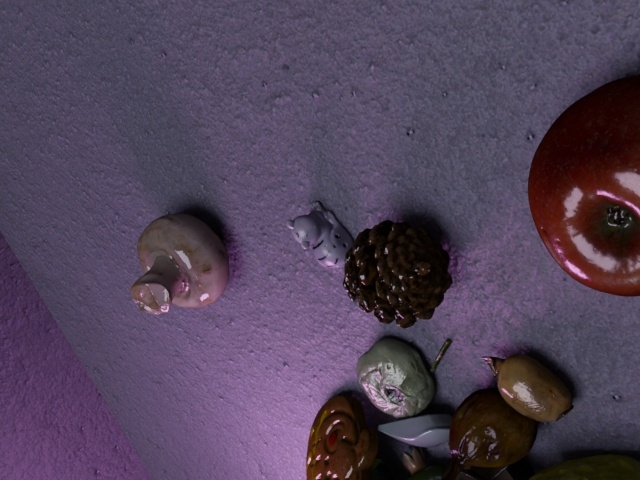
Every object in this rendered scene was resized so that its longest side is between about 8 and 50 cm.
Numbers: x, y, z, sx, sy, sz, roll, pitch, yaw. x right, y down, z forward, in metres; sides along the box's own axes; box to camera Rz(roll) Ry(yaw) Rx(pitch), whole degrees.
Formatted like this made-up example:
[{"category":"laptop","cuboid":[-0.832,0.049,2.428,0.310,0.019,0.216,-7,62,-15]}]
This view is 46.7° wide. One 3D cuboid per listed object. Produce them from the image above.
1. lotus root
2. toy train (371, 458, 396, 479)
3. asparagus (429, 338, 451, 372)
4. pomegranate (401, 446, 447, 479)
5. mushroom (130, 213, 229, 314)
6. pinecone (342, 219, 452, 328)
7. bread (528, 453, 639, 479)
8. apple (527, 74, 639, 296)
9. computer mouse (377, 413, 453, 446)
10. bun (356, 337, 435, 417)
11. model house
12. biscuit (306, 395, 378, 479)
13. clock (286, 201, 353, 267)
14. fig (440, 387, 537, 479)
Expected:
[{"category":"lotus root","cuboid":[0.454,0.320,1.643,0.221,0.118,0.125,34,117,16]},{"category":"toy train","cuboid":[0.187,0.815,2.128,0.442,0.179,0.272,56,150,-4]},{"category":"asparagus","cuboid":[0.295,0.288,1.830,0.015,0.018,0.127,57,144,34]},{"category":"pomegranate","cuboid":[0.289,0.661,1.985,0.225,0.187,0.187,62,143,26]},{"category":"mushroom","cuboid":[-0.420,0.077,2.110,0.297,0.290,0.298,21,128,29]},{"category":"pinecone","cuboid":[0.168,0.067,1.650,0.243,0.243,0.257,63,179,-11]},{"category":"bread","cuboid":[0.587,0.645,1.580,0.348,0.348,0.308,-15,103,46]},{"category":"apple","cuboid":[0.509,-0.084,1.203,0.348,0.277,0.348,23,130,29]},{"category":"computer mouse","cuboid":[0.255,0.498,1.920,0.231,0.128,0.079,-26,58,50]},{"category":"bun","cuboid":[0.184,0.360,1.906,0.221,0.108,0.221,22,130,29]},{"category":"model house","cuboid":[0.384,0.583,1.814,0.211,0.204,0.243,-47,46,16]},{"category":"biscuit","cuboid":[0.045,0.616,2.037,0.070,0.394,0.350,16,132,-23]},{"category":"clock","cuboid":[0.000,0.000,1.822,0.176,0.117,0.080,51,138,1]},{"category":"fig","cuboid":[0.359,0.456,1.687,0.190,0.290,0.191,26,128,40]}]
